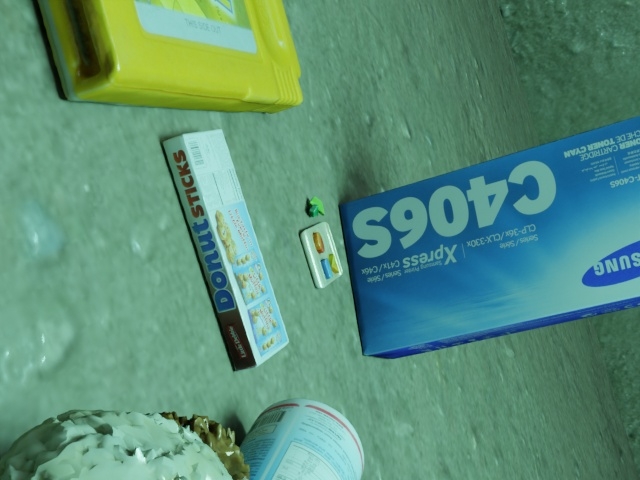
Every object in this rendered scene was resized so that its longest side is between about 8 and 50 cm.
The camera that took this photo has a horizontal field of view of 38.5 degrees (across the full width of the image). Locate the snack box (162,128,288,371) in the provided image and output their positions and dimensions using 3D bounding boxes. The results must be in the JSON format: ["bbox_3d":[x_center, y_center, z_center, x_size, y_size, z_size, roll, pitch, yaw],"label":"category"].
[{"bbox_3d":[-0.069,0.005,0.695,0.064,0.022,0.178,-27,101,-68],"label":"snack box"}]

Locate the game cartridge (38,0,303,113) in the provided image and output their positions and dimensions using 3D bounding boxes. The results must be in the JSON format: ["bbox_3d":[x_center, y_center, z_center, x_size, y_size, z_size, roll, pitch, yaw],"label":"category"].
[{"bbox_3d":[-0.118,-0.242,0.705,0.323,0.052,0.285,-17,91,-67],"label":"game cartridge"}]

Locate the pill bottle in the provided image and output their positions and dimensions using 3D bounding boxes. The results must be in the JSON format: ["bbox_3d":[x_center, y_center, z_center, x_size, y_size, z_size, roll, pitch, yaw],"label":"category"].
[{"bbox_3d":[-0.030,0.179,0.592,0.087,0.087,0.160,68,24,-16],"label":"pill bottle"}]

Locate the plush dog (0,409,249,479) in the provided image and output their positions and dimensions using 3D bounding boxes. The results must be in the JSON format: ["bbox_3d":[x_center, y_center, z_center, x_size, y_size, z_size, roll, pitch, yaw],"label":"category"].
[{"bbox_3d":[-0.070,0.177,0.371,0.225,0.210,0.262,65,22,8],"label":"plush dog"}]

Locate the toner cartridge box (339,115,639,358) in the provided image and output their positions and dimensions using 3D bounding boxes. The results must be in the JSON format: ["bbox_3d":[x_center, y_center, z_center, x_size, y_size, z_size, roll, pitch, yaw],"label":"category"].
[{"bbox_3d":[0.198,0.002,0.895,0.075,0.347,0.165,19,58,-62],"label":"toner cartridge box"}]

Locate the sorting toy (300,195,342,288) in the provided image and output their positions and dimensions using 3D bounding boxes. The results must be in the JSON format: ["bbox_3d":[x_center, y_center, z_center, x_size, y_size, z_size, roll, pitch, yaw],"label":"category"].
[{"bbox_3d":[0.000,0.000,0.872,0.062,0.012,0.083,-26,101,-67],"label":"sorting toy"}]
